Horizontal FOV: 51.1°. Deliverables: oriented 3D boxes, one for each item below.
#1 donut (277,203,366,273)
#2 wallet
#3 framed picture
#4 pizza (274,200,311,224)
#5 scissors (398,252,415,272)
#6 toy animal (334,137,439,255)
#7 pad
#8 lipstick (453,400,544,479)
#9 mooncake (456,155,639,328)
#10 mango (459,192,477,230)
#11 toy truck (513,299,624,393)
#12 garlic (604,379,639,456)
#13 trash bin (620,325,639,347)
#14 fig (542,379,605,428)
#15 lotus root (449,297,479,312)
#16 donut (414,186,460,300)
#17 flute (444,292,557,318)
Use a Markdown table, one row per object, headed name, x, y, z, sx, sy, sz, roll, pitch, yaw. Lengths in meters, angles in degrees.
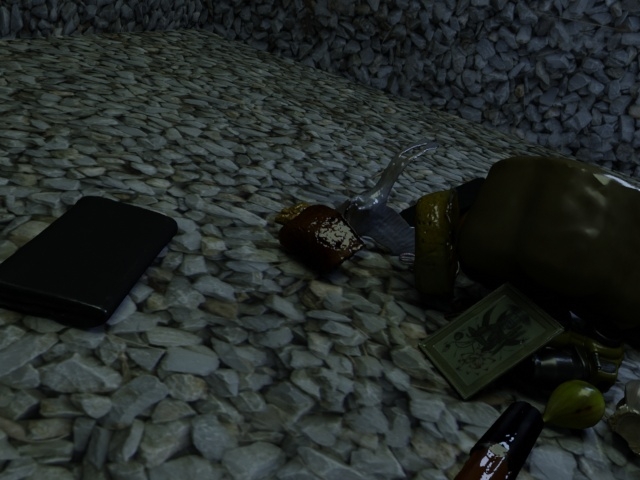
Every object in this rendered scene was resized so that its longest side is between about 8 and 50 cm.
| name | x | y | z | sx | sy | sz | roll | pitch | yaw |
| --- | --- | --- | --- | --- | --- | --- | --- | --- | --- |
| donut | -0.006 | -0.009 | 1.545 | 0.126 | 0.144 | 0.186 | -33 | 77 | -33 |
| wallet | -0.443 | 0.026 | 1.297 | 0.228 | 0.062 | 0.406 | 16 | 26 | 0 |
| framed picture | 0.322 | 0.188 | 1.286 | 0.231 | 0.010 | 0.173 | -34 | 38 | -6 |
| pizza | -0.052 | -0.062 | 1.727 | 0.131 | 0.041 | 0.178 | 10 | 25 | -8 |
| scissors | 0.284 | 0.054 | 1.700 | 0.176 | 0.022 | 0.085 | -4 | 34 | -29 |
| toy animal | 0.159 | -0.105 | 1.652 | 0.225 | 0.284 | 0.302 | 34 | 29 | 30 |
| pad | 0.341 | -0.101 | 1.873 | 0.267 | 0.004 | 0.181 | -23 | 19 | 16 |
| lipstick | 0.233 | 0.355 | 0.978 | 0.077 | 0.077 | 0.418 | 28 | 29 | 25 |
| mooncake | 0.532 | 0.018 | 1.451 | 0.467 | 0.262 | 0.467 | 23 | -9 | 4 |
| mango | 0.469 | -0.020 | 1.794 | 0.211 | 0.173 | 0.317 | 15 | 32 | 3 |
| toy truck | 0.484 | 0.234 | 1.310 | 0.224 | 0.147 | 0.165 | 17 | 38 | -5 |
| garlic | 0.617 | 0.326 | 1.225 | 0.194 | 0.127 | 0.131 | 19 | 12 | -45 |
| trash bin | 0.829 | 0.145 | 1.648 | 0.290 | 0.182 | 0.209 | -11 | 36 | -35 |
| fig | 0.427 | 0.297 | 1.208 | 0.166 | 0.093 | 0.093 | -1 | 27 | -4 |
| lotus root | 0.337 | 0.151 | 1.518 | 0.083 | 0.030 | 0.037 | 3 | 29 | -23 |
| donut | 0.265 | 0.008 | 1.550 | 0.107 | 0.272 | 0.272 | -1 | 21 | 15 |
| flute | 0.363 | 0.136 | 1.379 | 0.014 | 0.014 | 0.269 | -11 | -6 | -44 |
